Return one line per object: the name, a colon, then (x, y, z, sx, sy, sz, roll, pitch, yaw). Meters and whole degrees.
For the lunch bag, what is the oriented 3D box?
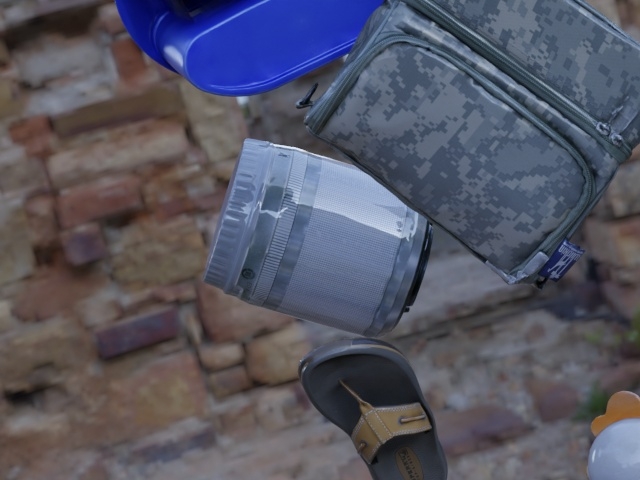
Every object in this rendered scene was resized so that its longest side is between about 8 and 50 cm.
lunch bag: (0.162, -0.131, 1.386, 0.256, 0.305, 0.212, -54, 4, 5)

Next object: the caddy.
caddy: (-0.058, -0.305, 1.536, 0.341, 0.241, 0.179, -26, 22, -3)

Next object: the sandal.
sandal: (0.054, 0.164, 1.202, 0.090, 0.219, 0.060, -25, 36, 1)

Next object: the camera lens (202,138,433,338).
camera lens: (0.000, 0.000, 1.900, 0.274, 0.219, 0.219, 16, 11, -6)

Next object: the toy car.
toy car: (0.364, 0.305, 1.710, 0.210, 0.238, 0.219, -19, -24, 37)
